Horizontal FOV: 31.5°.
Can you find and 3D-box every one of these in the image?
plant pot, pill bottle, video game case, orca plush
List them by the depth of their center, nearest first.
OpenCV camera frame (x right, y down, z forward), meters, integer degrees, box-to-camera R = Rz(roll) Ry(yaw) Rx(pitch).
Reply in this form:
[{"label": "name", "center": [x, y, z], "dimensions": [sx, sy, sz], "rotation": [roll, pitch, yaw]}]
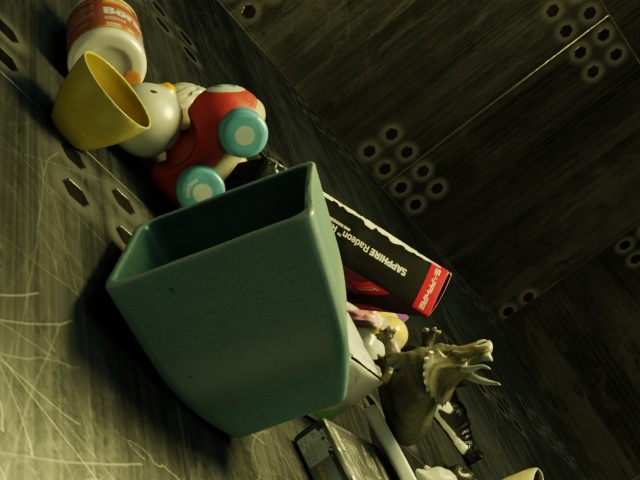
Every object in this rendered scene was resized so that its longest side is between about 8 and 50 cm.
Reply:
[{"label": "plant pot", "center": [-0.080, 0.085, 1.374], "dimensions": [0.247, 0.247, 0.252], "rotation": [-91, 160, -72]}, {"label": "plant pot", "center": [-0.314, -0.180, 1.569], "dimensions": [0.134, 0.095, 0.134], "rotation": [51, 12, -14]}, {"label": "video game case", "center": [0.125, 0.369, 1.702], "dimensions": [0.183, 0.023, 0.201], "rotation": [77, -13, -53]}, {"label": "pill bottle", "center": [-0.345, -0.319, 1.813], "dimensions": [0.121, 0.121, 0.216], "rotation": [46, 13, -33]}, {"label": "orca plush", "center": [0.274, 0.331, 2.406], "dimensions": [0.287, 0.102, 0.151], "rotation": [57, 12, 21]}]

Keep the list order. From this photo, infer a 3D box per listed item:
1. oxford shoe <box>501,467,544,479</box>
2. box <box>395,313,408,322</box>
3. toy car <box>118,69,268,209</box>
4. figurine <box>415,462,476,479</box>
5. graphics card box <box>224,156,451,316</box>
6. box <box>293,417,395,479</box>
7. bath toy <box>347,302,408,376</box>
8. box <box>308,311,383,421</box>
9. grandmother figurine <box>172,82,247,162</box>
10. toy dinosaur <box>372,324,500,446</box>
[{"label": "oxford shoe", "center": [0.422, 0.585, 2.104], "dimensions": [0.140, 0.146, 0.397], "rotation": [44, 14, -42]}, {"label": "box", "center": [0.042, 0.046, 2.280], "dimensions": [0.293, 0.057, 0.201], "rotation": [50, -5, -39]}, {"label": "toy car", "center": [-0.228, -0.185, 1.731], "dimensions": [0.238, 0.210, 0.219], "rotation": [36, 6, -19]}, {"label": "figurine", "center": [0.260, 0.472, 1.989], "dimensions": [0.209, 0.092, 0.215], "rotation": [49, 9, 22]}, {"label": "graphics card box", "center": [0.000, 0.000, 1.838], "dimensions": [0.371, 0.094, 0.232], "rotation": [33, -13, -23]}, {"label": "box", "center": [0.070, 0.369, 1.553], "dimensions": [0.183, 0.056, 0.231], "rotation": [40, 17, -54]}, {"label": "bath toy", "center": [0.079, 0.183, 2.031], "dimensions": [0.348, 0.151, 0.129], "rotation": [-52, 149, -81]}, {"label": "box", "center": [-0.051, 0.112, 1.666], "dimensions": [0.262, 0.126, 0.231], "rotation": [41, 17, -50]}, {"label": "grandmother figurine", "center": [-0.180, -0.153, 2.075], "dimensions": [0.342, 0.104, 0.208], "rotation": [53, -17, 13]}, {"label": "toy dinosaur", "center": [0.133, 0.231, 1.698], "dimensions": [0.121, 0.314, 0.160], "rotation": [13, 38, -21]}]
